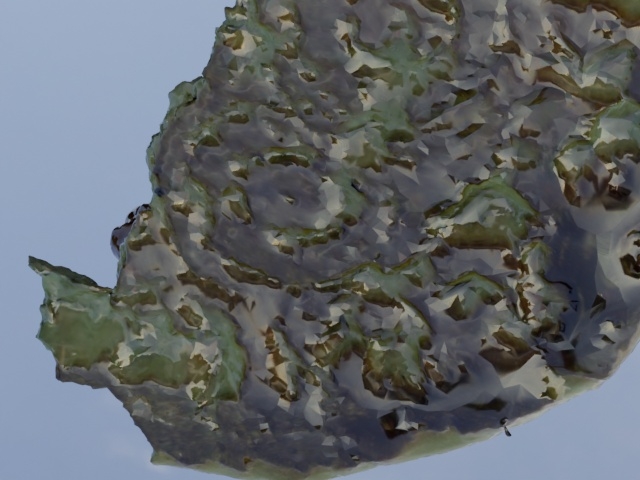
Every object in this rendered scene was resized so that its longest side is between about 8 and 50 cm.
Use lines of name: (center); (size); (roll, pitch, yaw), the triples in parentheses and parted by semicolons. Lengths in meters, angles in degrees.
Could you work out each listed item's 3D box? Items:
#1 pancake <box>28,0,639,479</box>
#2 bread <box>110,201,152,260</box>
pancake: (0.032, -0.012, 0.988); (0.305, 0.426, 0.067); (31, -147, -4)
bread: (0.001, 0.006, 1.166); (0.247, 0.232, 0.135); (2, -123, -28)
